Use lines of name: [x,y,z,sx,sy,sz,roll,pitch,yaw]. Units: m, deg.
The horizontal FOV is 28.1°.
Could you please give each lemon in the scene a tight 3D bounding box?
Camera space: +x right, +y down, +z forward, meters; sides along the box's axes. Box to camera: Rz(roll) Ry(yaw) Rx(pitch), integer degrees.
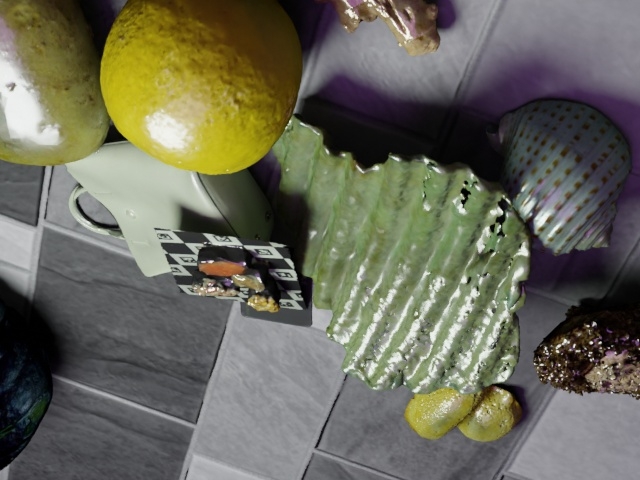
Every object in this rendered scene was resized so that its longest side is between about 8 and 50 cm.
lemon: [-0.131,-0.214,1.497,0.240,0.240,0.219,24,119,-4]

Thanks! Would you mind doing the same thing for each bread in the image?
bread: [0.214,0.271,1.935,0.149,0.065,0.188,35,129,-20]

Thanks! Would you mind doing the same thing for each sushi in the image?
sushi: [-0.122,0.061,1.765,0.193,0.043,0.279,7,159,5]

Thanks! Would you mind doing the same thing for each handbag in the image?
handbag: [-0.236,-0.043,1.770,0.315,0.109,0.241,-10,127,30]

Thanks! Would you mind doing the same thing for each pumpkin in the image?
pumpkin: [-0.606,0.218,2.003,0.363,0.266,0.363,10,129,13]

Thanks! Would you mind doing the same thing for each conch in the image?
conch: [0.287,-0.066,1.565,0.200,0.131,0.172,33,132,-13]

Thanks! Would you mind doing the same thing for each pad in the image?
pad: [-0.067,0.065,1.878,0.112,0.003,0.157,8,132,10]

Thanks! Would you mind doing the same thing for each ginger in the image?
ginger: [0.013,-0.296,1.496,0.288,0.075,0.089,22,138,-8]

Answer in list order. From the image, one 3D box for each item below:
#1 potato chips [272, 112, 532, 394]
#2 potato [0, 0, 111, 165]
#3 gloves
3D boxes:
potato chips: [0.087,0.025,1.638,0.373,0.097,0.389,16,130,32]
potato: [-0.374,-0.227,1.601,0.210,0.173,0.307,6,130,15]
gloves: [0.429,0.150,1.705,0.312,0.135,0.210,16,158,-26]
